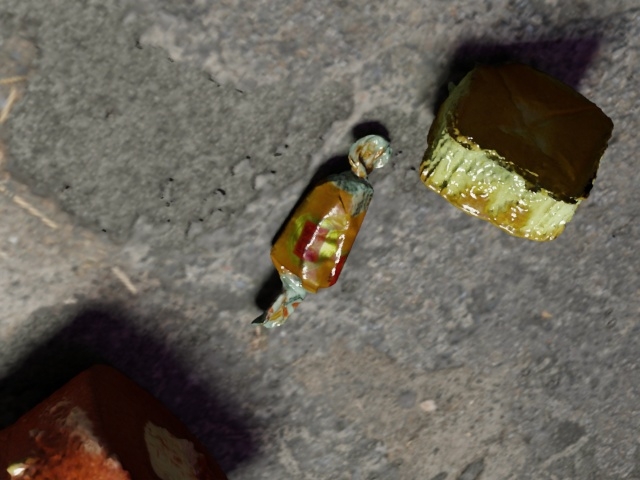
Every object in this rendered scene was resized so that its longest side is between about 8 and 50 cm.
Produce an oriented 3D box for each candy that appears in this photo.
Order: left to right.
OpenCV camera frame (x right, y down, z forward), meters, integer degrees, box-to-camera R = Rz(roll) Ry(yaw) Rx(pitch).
[{"bbox_3d":[0.000,0.000,1.125,0.053,0.046,0.182,13,115,-42],"label":"candy"}]

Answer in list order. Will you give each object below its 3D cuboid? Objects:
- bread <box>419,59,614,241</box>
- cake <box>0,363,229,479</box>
[{"bbox_3d":[0.142,-0.070,1.103,0.128,0.140,0.069,29,134,-2],"label":"bread"},{"bbox_3d":[-0.147,0.217,1.121,0.151,0.177,0.283,-40,132,3],"label":"cake"}]
